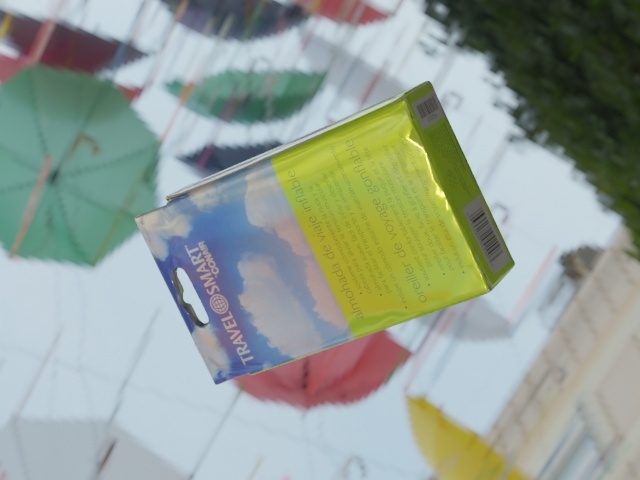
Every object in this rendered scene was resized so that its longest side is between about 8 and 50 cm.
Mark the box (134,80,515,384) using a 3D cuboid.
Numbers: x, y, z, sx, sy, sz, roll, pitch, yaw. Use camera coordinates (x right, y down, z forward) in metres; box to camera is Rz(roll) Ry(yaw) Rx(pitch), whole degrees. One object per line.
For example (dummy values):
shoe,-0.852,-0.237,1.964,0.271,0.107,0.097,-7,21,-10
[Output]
box,0.000,0.000,0.944,0.042,0.178,0.109,-36,-78,-58
